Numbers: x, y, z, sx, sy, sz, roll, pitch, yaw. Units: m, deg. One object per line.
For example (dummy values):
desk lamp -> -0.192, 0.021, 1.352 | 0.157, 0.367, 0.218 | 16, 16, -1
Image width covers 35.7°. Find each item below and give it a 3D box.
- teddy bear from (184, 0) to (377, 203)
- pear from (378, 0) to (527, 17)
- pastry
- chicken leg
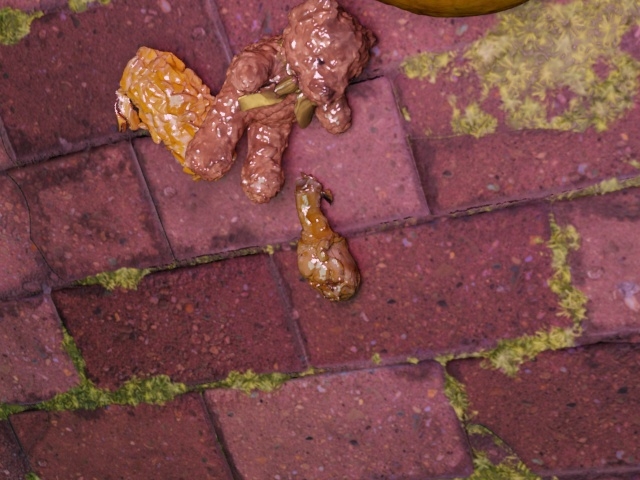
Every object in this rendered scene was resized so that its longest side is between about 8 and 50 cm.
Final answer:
teddy bear -> -0.045, -0.206, 1.514 | 0.222, 0.246, 0.296 | 9, 80, 50
pear -> 0.177, -0.455, 1.252 | 0.413, 0.352, 0.352 | -26, 101, 34
pastry -> -0.243, -0.210, 1.650 | 0.250, 0.102, 0.154 | 44, 136, 2
chicken leg -> 0.000, 0.000, 1.647 | 0.088, 0.103, 0.227 | -8, 106, 41
